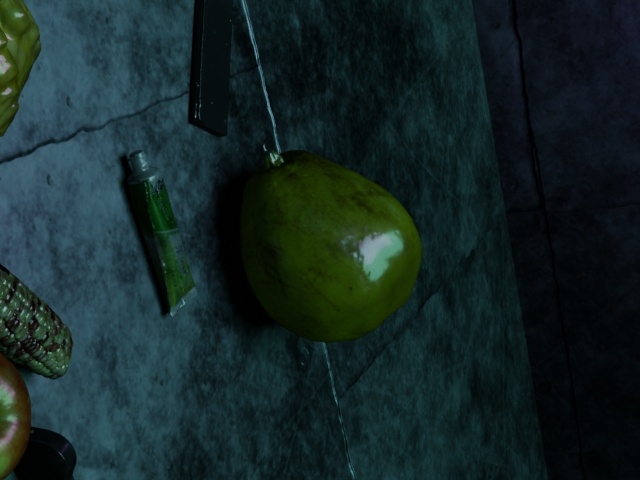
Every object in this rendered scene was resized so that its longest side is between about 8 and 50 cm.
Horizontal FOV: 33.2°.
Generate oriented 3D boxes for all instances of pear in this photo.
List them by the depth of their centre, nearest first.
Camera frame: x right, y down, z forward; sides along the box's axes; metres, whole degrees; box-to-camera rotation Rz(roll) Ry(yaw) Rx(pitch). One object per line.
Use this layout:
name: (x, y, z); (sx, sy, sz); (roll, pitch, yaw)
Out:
pear: (0.000, 0.000, 1.755); (0.375, 0.287, 0.287); (58, 35, -16)

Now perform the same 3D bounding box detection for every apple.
apple: (-0.382, 0.184, 1.118); (0.163, 0.139, 0.163); (10, 77, -49)

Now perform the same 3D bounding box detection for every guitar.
guitar: (-0.318, 0.321, 1.299); (0.025, 0.088, 0.233); (-54, 143, -52)

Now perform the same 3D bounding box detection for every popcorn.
popcorn: (-0.384, -0.183, 1.065); (0.190, 0.250, 0.250); (24, 58, -16)

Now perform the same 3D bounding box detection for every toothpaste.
toothpaste: (-0.228, -0.012, 1.540); (0.078, 0.047, 0.248); (-47, 130, -53)

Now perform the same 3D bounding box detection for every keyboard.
keyboard: (-0.172, -0.326, 1.716); (0.101, 0.018, 0.309); (21, 68, -62)

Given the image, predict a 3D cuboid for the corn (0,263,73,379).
corn: (-0.362, 0.081, 1.219); (0.253, 0.086, 0.086); (52, 43, -49)
